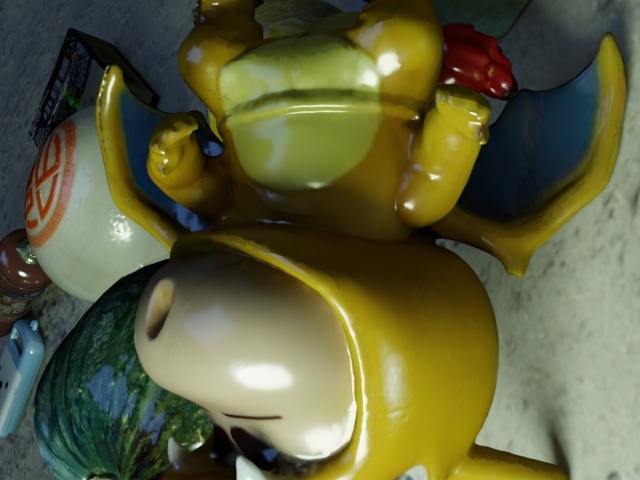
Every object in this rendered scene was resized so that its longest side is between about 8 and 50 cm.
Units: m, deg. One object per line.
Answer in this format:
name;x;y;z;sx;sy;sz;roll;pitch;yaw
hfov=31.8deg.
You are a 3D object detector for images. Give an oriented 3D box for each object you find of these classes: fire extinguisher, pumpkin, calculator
fire extinguisher;-0.476;0.047;1.825;0.102;0.138;0.344;60;140;9
pumpkin;-0.081;0.140;0.958;0.197;0.293;0.263;-48;-2;32
calculator;-0.503;0.224;1.845;0.121;0.039;0.210;41;110;56

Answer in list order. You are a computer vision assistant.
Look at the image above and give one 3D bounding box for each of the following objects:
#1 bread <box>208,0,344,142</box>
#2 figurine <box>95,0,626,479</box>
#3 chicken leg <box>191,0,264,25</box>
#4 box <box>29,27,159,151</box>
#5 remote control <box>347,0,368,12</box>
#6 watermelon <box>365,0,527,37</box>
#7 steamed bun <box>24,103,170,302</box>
bread;-0.015;-0.131;1.088;0.197;0.197;0.170;-59;21;24
figurine;0.035;-0.003;0.776;0.268;0.401;0.387;-171;77;-88
chicken leg;-0.096;-0.178;1.338;0.113;0.093;0.304;125;141;-60
box;-0.364;-0.198;1.777;0.198;0.084;0.310;-66;31;14
remote control;0.093;-0.284;1.126;0.261;0.029;0.067;-54;36;34
watermelon;0.076;-0.282;0.923;0.302;0.264;0.151;-42;43;37
steamed bun;-0.303;-0.059;1.516;0.283;0.177;0.283;-33;50;49
